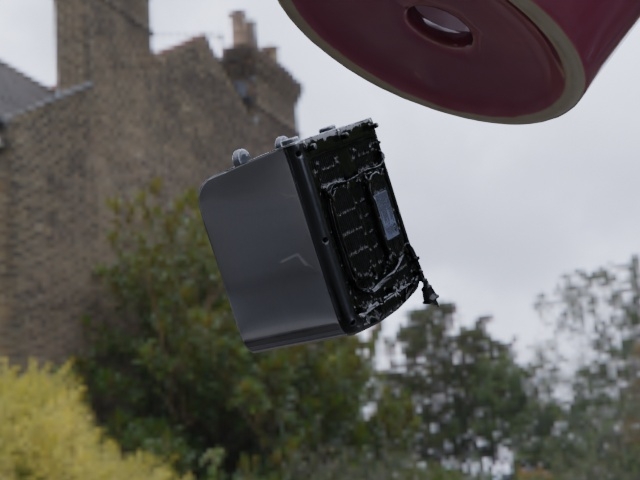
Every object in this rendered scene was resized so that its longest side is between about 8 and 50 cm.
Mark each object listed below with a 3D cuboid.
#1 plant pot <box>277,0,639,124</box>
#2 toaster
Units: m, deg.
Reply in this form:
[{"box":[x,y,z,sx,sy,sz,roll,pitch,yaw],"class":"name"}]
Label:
[{"box":[0.073,-0.154,0.516,0.201,0.180,0.201,24,-16,7],"class":"plant pot"},{"box":[0.000,0.000,1.107,0.110,0.186,0.168,-15,6,28],"class":"toaster"}]
